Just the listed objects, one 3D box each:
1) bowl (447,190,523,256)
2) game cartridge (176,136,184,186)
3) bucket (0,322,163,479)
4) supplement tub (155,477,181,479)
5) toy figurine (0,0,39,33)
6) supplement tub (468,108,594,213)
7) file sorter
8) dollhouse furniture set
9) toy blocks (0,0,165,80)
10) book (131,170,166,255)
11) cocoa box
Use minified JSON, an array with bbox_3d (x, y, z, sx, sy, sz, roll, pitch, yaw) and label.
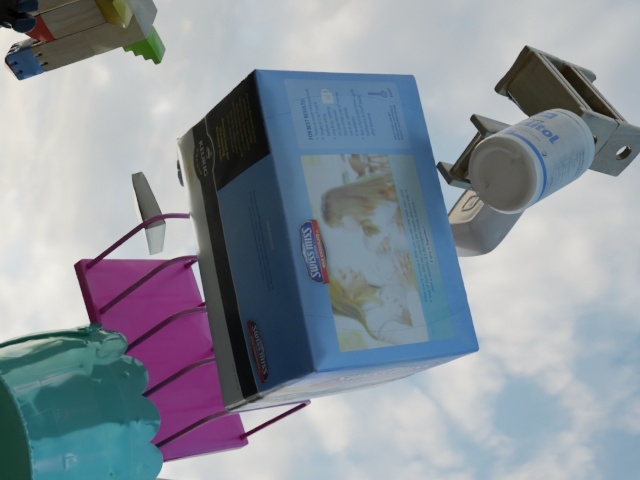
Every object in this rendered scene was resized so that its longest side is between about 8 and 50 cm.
[{"bbox_3d":[0.249,-0.042,1.668,0.142,0.053,0.142,-52,-161,-18],"label":"bowl"},{"bbox_3d":[-0.178,-0.168,2.071,0.294,0.196,0.060,-114,-170,-73],"label":"game cartridge"},{"bbox_3d":[-0.351,0.249,1.364,0.281,0.183,0.281,6,-82,44],"label":"bucket"},{"bbox_3d":[-0.162,0.391,1.476,0.190,0.117,0.117,6,-89,4],"label":"supplement tub"},{"bbox_3d":[-0.484,-0.299,1.333,0.148,0.209,0.213,32,-103,25],"label":"toy figurine"},{"bbox_3d":[0.185,-0.070,0.942,0.071,0.107,0.071,19,-59,35],"label":"supplement tub"},{"bbox_3d":[-0.163,0.124,1.444,0.182,0.202,0.291,-33,-111,35],"label":"file sorter"},{"bbox_3d":[0.258,-0.104,1.258,0.184,0.129,0.129,-55,-136,29],"label":"dollhouse furniture set"},{"bbox_3d":[-0.442,-0.421,1.692,0.261,0.381,0.191,-14,-143,16],"label":"toy blocks"},{"bbox_3d":[-0.279,-0.043,1.739,0.144,0.035,0.096,112,-41,-71],"label":"book"},{"bbox_3d":[0.000,0.000,1.267,0.228,0.231,0.347,-31,-113,55],"label":"cocoa box"}]
